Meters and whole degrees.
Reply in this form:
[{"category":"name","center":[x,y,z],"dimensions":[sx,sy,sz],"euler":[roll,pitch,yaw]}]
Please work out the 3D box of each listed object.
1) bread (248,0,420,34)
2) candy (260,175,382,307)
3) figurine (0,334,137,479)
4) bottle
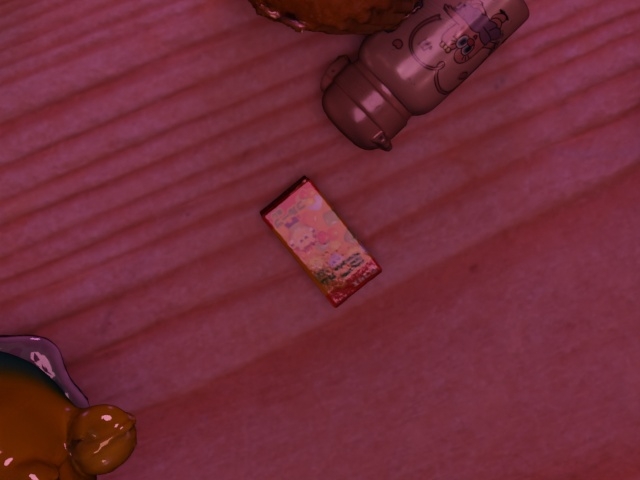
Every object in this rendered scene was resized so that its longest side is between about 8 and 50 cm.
[{"category":"bread","center":[0.023,-0.298,1.390],"dimensions":[0.240,0.139,0.240],"euler":[-6,79,34]},{"category":"candy","center":[0.000,0.000,1.516],"dimensions":[0.062,0.038,0.122],"euler":[-39,102,2]},{"category":"figurine","center":[-0.312,0.205,1.366],"dimensions":[0.323,0.340,0.231],"euler":[-24,101,-3]},{"category":"bottle","center":[0.089,-0.182,1.467],"dimensions":[0.209,0.097,0.110],"euler":[-43,67,3]}]
